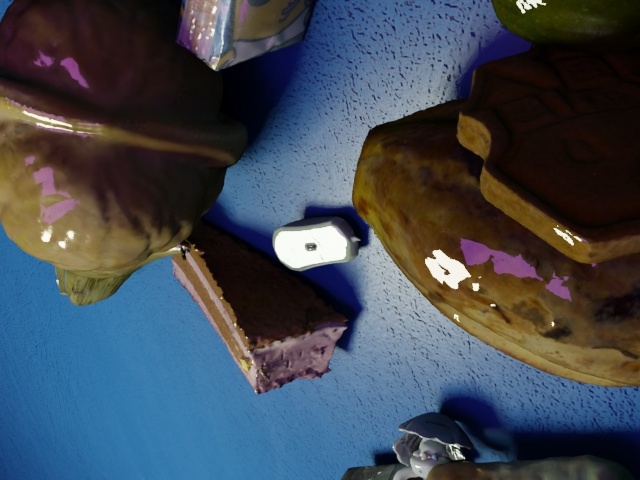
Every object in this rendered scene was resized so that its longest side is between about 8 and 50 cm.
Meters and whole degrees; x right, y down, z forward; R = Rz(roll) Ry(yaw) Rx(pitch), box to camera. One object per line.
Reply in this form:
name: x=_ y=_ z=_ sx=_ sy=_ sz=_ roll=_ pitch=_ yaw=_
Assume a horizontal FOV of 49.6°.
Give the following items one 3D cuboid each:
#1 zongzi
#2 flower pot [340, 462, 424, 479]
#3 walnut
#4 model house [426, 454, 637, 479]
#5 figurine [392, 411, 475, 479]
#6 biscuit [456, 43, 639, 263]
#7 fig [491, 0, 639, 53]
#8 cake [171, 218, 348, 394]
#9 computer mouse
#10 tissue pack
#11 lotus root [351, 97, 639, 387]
zongzi: x=-0.265 y=0.030 z=0.944 sx=0.256 sy=0.115 sz=0.228 roll=31 pitch=129 yaw=25
flower pot: x=0.112 y=0.379 z=0.850 sx=0.108 sy=0.103 sz=0.229 roll=-26 pitch=98 yaw=49
walnut: x=-0.215 y=-0.113 z=0.695 sx=0.285 sy=0.285 sz=0.297 roll=15 pitch=96 yaw=35
model house: x=0.195 y=0.403 z=0.615 sx=0.245 sy=0.280 sz=0.312 roll=-15 pitch=114 yaw=35
figurine: x=0.125 y=0.236 z=0.759 sx=0.094 sy=0.082 sz=0.086 roll=13 pitch=103 yaw=11
biscuit: x=0.174 y=-0.077 z=0.424 sx=0.215 sy=0.182 sz=0.034 roll=-103 pitch=7 yaw=-46
fig: x=0.193 y=-0.163 z=0.422 sx=0.177 sy=0.117 sz=0.117 roll=18 pitch=130 yaw=8
cake: x=-0.110 y=0.072 z=0.849 sx=0.295 sy=0.112 sz=0.116 roll=35 pitch=135 yaw=35
computer mouse: x=0.000 y=0.000 z=0.750 sx=0.110 sy=0.032 sz=0.056 roll=-9 pitch=112 yaw=34
tissue pack: x=-0.052 y=-0.229 z=0.578 sx=0.065 sy=0.115 sz=0.155 roll=42 pitch=138 yaw=17
lotus root: x=0.148 y=-0.001 z=0.505 sx=0.290 sy=0.193 sz=0.193 roll=33 pitch=135 yaw=22
